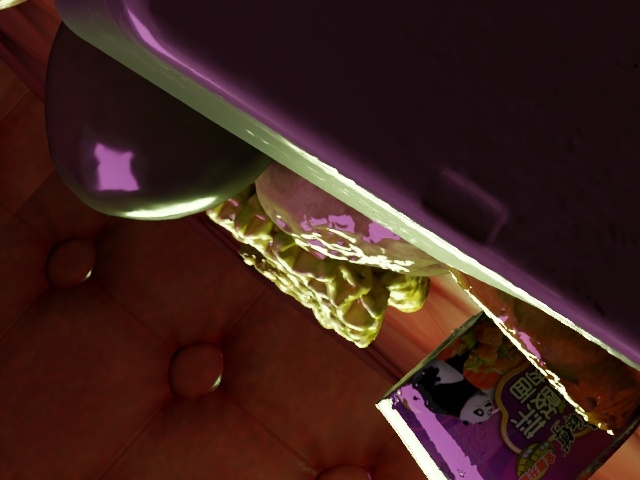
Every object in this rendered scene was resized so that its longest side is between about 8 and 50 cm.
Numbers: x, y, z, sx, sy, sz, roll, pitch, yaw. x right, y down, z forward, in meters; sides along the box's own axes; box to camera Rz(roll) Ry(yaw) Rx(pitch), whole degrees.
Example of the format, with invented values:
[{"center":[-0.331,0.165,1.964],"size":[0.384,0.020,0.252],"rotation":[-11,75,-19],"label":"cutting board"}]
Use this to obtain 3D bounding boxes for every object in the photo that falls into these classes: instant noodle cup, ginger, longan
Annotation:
[{"center":[0.190,0.179,1.686],"size":[0.190,0.251,0.251],"rotation":[49,173,4],"label":"instant noodle cup"},{"center":[0.045,-0.045,1.448],"size":[0.267,0.152,0.138],"rotation":[34,162,24],"label":"ginger"},{"center":[-0.136,-0.135,1.412],"size":[0.248,0.248,0.248],"rotation":[40,173,6],"label":"longan"}]

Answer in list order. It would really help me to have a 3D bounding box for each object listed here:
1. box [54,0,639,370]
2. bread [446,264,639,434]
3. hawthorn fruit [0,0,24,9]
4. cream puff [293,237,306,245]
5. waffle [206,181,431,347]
[{"center":[0.051,-0.097,0.820],"size":[0.352,0.177,0.344],"rotation":[31,179,-17],"label":"box"},{"center":[0.191,0.039,1.222],"size":[0.236,0.120,0.198],"rotation":[45,-176,-48],"label":"bread"},{"center":[-0.263,-0.307,1.256],"size":[0.242,0.242,0.272],"rotation":[43,-166,-10],"label":"hawthorn fruit"},{"center":[0.033,-0.053,1.588],"size":[0.146,0.146,0.116],"rotation":[37,133,27],"label":"cream puff"},{"center":[0.000,0.000,1.903],"size":[0.261,0.151,0.324],"rotation":[34,174,16],"label":"waffle"}]
